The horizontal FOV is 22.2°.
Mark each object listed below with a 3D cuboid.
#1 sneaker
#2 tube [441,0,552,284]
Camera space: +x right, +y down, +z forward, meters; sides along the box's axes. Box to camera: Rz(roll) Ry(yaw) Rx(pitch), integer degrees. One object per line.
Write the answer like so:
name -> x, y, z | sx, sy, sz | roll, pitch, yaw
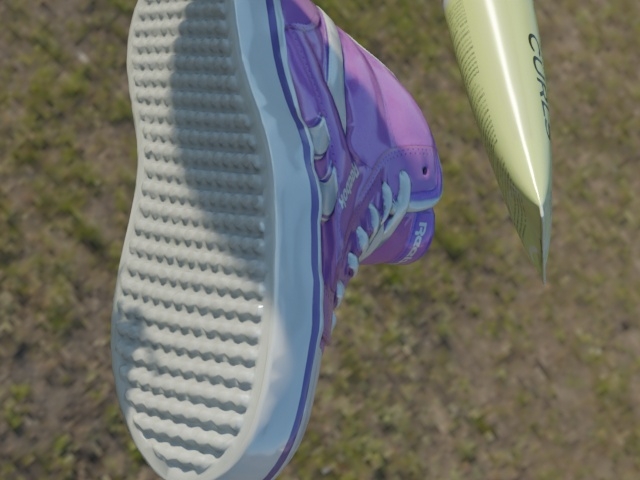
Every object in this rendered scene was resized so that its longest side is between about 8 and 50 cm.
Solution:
sneaker -> 0.001, -0.001, 0.709 | 0.161, 0.102, 0.282 | 32, 42, -35
tube -> 0.117, -0.097, 1.019 | 0.070, 0.062, 0.240 | 17, 53, -38
